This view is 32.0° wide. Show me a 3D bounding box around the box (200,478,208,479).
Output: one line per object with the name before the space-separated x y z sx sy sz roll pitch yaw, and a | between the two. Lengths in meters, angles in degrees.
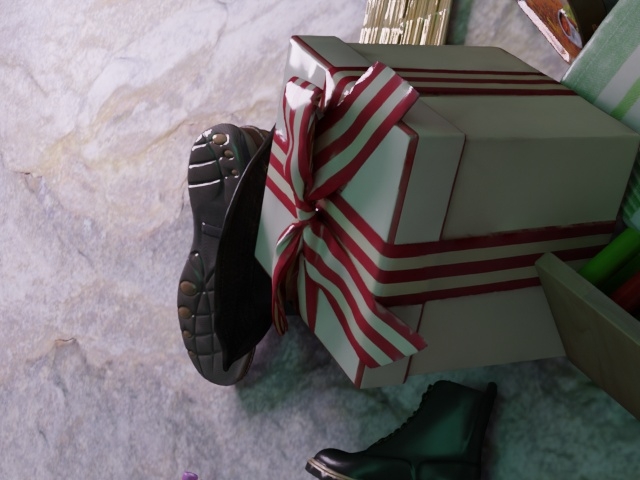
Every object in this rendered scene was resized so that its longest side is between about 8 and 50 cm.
box | -0.054 0.379 1.063 0.127 0.231 0.262 41 109 49

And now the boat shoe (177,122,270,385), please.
boat shoe | -0.089 0.019 1.339 0.123 0.116 0.324 22 113 36

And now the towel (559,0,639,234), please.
towel | 0.323 -0.086 0.867 0.248 0.038 0.325 -56 44 32

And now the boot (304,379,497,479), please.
boot | 0.084 0.194 1.105 0.198 0.077 0.137 7 77 38

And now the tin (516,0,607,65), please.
tin | 0.220 -0.245 1.073 0.040 0.106 0.190 -28 50 2

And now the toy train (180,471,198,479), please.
toy train | -0.163 0.355 1.355 0.125 0.046 0.166 -56 38 22

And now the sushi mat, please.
sushi mat | 0.111 -0.315 1.295 0.151 0.019 0.317 4 80 50

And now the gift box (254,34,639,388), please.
gift box | 0.093 -0.034 0.945 0.276 0.258 0.255 -137 49 -55

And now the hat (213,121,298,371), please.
hat | 0.000 0.000 1.186 0.134 0.331 0.331 16 89 9

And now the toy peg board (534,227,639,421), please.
toy peg board | 0.263 0.078 0.872 0.079 0.161 0.160 -40 50 -7
